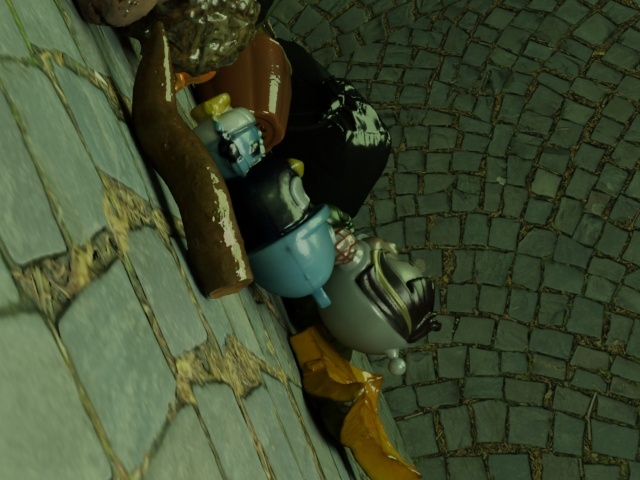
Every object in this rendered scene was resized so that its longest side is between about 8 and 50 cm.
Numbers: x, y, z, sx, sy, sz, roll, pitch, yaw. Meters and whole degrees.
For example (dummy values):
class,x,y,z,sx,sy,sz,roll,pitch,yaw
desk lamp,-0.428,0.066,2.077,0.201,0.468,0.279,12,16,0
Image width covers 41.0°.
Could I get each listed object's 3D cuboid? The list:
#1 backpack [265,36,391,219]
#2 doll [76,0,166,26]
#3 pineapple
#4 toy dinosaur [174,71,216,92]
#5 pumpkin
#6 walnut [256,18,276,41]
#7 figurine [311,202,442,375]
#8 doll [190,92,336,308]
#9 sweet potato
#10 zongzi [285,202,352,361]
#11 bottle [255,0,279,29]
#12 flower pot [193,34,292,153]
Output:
class,x,y,z,sx,sy,sz,roll,pitch,yaw
backpack,-0.060,-0.257,1.936,0.445,0.255,0.363,53,-46,29
doll,-0.202,-0.288,0.802,0.303,0.201,0.156,-2,104,-81
pineapple,-0.218,-0.353,1.086,0.361,0.175,0.175,48,-8,34
toy dinosaur,-0.178,-0.263,1.248,0.288,0.117,0.070,-92,156,-78
pumpkin,0.043,0.234,1.287,0.290,0.095,0.258,55,6,-41
walnut,-0.191,-0.378,1.790,0.238,0.141,0.204,-33,92,-47
figurine,0.033,0.043,1.330,0.370,0.167,0.281,43,2,25
doll,-0.070,-0.046,1.135,0.314,0.141,0.177,61,-1,-8
sweet potato,-0.138,-0.081,0.841,0.059,0.067,0.281,-14,75,-43
zongzi,-0.003,0.078,1.582,0.274,0.125,0.250,64,8,-60
bottle,-0.187,-0.448,1.265,0.347,0.168,0.168,46,-2,13
flower pot,-0.140,-0.253,1.569,0.190,0.191,0.173,62,17,-55
